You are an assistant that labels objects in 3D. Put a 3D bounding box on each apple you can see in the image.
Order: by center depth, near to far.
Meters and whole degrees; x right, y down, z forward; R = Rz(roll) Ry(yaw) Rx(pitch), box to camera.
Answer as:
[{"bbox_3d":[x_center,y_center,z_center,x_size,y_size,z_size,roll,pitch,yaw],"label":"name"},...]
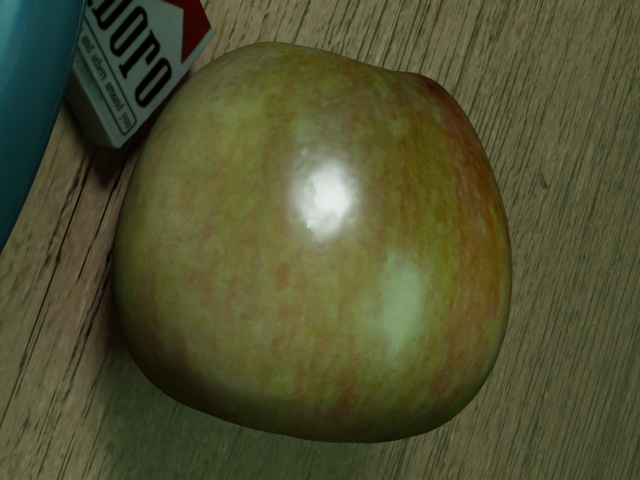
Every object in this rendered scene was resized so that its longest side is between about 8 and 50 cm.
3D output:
[{"bbox_3d":[0.000,0.000,0.971,0.257,0.257,0.234,10,93,-58],"label":"apple"}]

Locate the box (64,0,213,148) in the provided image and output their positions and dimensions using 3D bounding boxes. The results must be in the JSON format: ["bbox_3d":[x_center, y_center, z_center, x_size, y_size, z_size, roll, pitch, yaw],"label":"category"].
[{"bbox_3d":[-0.132,-0.157,0.915,0.115,0.036,0.177,-55,141,-32],"label":"box"}]

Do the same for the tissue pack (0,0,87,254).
[{"bbox_3d":[-0.203,-0.101,0.662,0.206,0.198,0.287,98,4,-83],"label":"tissue pack"}]
